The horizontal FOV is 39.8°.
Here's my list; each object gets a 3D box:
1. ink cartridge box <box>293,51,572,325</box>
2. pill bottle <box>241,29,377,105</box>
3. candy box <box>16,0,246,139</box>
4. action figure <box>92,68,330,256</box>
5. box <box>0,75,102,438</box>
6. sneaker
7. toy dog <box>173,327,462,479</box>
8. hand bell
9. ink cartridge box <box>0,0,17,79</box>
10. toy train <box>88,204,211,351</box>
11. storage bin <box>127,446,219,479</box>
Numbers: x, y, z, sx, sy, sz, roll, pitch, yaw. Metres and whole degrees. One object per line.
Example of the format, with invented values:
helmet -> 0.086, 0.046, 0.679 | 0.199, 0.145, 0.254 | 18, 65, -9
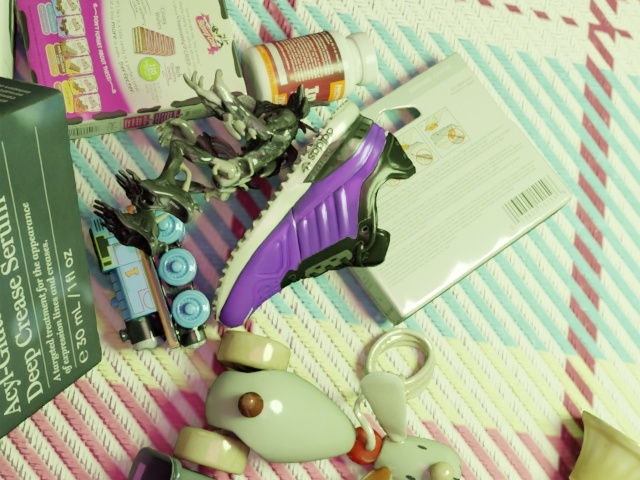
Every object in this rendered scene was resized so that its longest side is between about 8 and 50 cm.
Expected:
ink cartridge box -> 0.132, -0.068, 1.096 | 0.275, 0.060, 0.239 | -33, 79, -15
pill bottle -> -0.012, -0.205, 1.068 | 0.152, 0.086, 0.086 | -16, 85, -14
candy box -> -0.218, -0.214, 1.029 | 0.234, 0.071, 0.159 | -11, 84, -14
action figure -> -0.113, -0.106, 0.952 | 0.141, 0.164, 0.276 | 46, 51, 5
box -> -0.401, 0.052, 0.722 | 0.212, 0.293, 0.395 | 16, 33, 26
sneaker -> 0.000, 0.000, 0.990 | 0.146, 0.102, 0.293 | 35, 98, -2
toy dog -> 0.010, 0.205, 0.969 | 0.334, 0.161, 0.220 | 0, 82, -13
hand bell -> 0.303, 0.340, 1.061 | 0.126, 0.126, 0.242 | 36, 87, -6
ink cartridge box -> -0.449, -0.250, 0.951 | 0.226, 0.131, 0.306 | 0, 83, -13
toy train -> -0.190, 0.041, 0.995 | 0.105, 0.080, 0.184 | -18, 87, -7
storage bin -> -0.164, 0.303, 0.957 | 0.091, 0.098, 0.135 | 27, 74, -36
